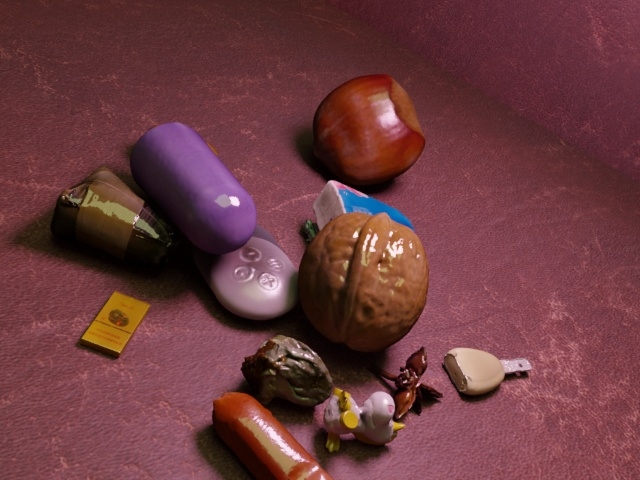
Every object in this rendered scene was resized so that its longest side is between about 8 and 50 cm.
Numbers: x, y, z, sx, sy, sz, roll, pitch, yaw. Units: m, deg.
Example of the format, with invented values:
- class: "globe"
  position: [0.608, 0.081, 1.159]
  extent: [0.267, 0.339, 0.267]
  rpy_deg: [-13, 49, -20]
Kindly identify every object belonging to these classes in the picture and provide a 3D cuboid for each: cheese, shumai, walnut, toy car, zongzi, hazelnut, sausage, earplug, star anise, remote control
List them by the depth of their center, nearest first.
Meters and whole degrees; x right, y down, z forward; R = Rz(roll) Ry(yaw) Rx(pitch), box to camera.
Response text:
- class: "sausage"
  position: [-0.074, 0.419, 1.181]
  extent: [0.097, 0.094, 0.348]
  rpy_deg: [-33, 64, -33]
- class: "shumai"
  position: [-0.074, 0.290, 1.314]
  extent: [0.184, 0.184, 0.142]
  rpy_deg: [40, 64, 22]
- class: "star anise"
  position: [0.183, 0.328, 1.464]
  extent: [0.158, 0.144, 0.141]
  rpy_deg: [-24, 101, -36]
- class: "walnut"
  position: [0.102, 0.089, 1.485]
  extent: [0.332, 0.333, 0.333]
  rpy_deg: [14, 37, -11]
- class: "earplug"
  position: [-0.299, -0.119, 1.544]
  extent: [0.215, 0.215, 0.456]
  rpy_deg: [-5, 29, -32]
- class: "remote control"
  position: [-0.183, 0.064, 1.557]
  extent: [0.221, 0.103, 0.332]
  rpy_deg: [-15, 48, -32]
- class: "zongzi"
  position: [-0.466, -0.077, 1.564]
  extent: [0.289, 0.154, 0.317]
  rpy_deg: [25, 30, -9]
- class: "cheese"
  position: [0.432, 0.321, 1.590]
  extent: [0.251, 0.054, 0.127]
  rpy_deg: [0, 45, -28]
- class: "toy car"
  position: [0.000, 0.000, 1.771]
  extent: [0.073, 0.054, 0.143]
  rpy_deg: [3, 42, -27]
- class: "hazelnut"
  position: [0.160, -0.352, 2.077]
  extent: [0.365, 0.366, 0.366]
  rpy_deg: [14, 37, -11]

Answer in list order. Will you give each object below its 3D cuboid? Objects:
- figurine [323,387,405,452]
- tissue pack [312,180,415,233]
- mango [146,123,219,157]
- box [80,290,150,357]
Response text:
- class: "figurine"
  position: [0.093, 0.369, 1.301]
  extent: [0.178, 0.130, 0.109]
  rpy_deg: [4, 20, -18]
- class: "tissue pack"
  position: [0.129, -0.034, 1.759]
  extent: [0.269, 0.137, 0.209]
  rpy_deg: [23, 33, -30]
- class: "mango"
  position: [-0.404, -0.256, 1.831]
  extent: [0.221, 0.120, 0.151]
  rpy_deg: [24, 35, -10]
- class: "box"
  position: [-0.437, 0.177, 1.356]
  extent: [0.087, 0.023, 0.155]
  rpy_deg: [19, 37, 0]
